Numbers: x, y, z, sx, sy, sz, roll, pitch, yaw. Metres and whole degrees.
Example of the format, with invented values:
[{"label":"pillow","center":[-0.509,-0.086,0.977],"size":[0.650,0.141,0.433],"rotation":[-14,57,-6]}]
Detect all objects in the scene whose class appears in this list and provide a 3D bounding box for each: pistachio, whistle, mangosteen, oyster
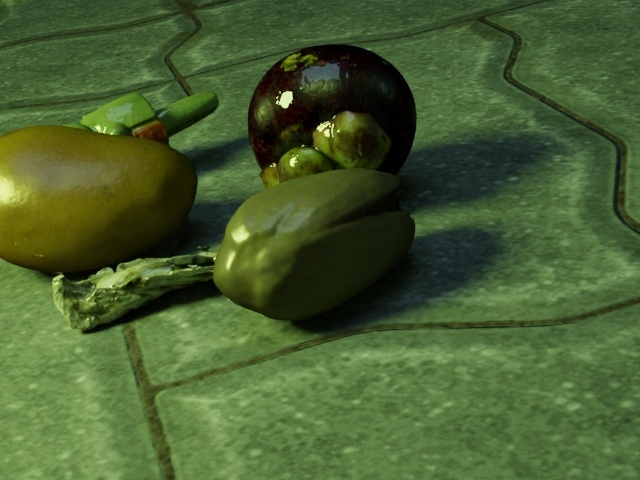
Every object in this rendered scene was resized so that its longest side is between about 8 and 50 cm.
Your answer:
[{"label":"pistachio","center":[0.000,0.000,1.102],"size":[0.226,0.135,0.136],"rotation":[-22,25,-36]},{"label":"whistle","center":[-0.252,-0.118,1.475],"size":[0.288,0.106,0.131],"rotation":[-27,-4,-25]},{"label":"mangosteen","center":[0.014,-0.102,1.278],"size":[0.192,0.192,0.217],"rotation":[-7,63,9]},{"label":"oyster","center":[-0.156,0.044,1.176],"size":[0.200,0.061,0.106],"rotation":[-7,6,3]}]

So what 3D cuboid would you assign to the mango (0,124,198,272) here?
[{"label":"mango","center":[-0.269,-0.044,1.286],"size":[0.255,0.139,0.175],"rotation":[4,56,10]}]
